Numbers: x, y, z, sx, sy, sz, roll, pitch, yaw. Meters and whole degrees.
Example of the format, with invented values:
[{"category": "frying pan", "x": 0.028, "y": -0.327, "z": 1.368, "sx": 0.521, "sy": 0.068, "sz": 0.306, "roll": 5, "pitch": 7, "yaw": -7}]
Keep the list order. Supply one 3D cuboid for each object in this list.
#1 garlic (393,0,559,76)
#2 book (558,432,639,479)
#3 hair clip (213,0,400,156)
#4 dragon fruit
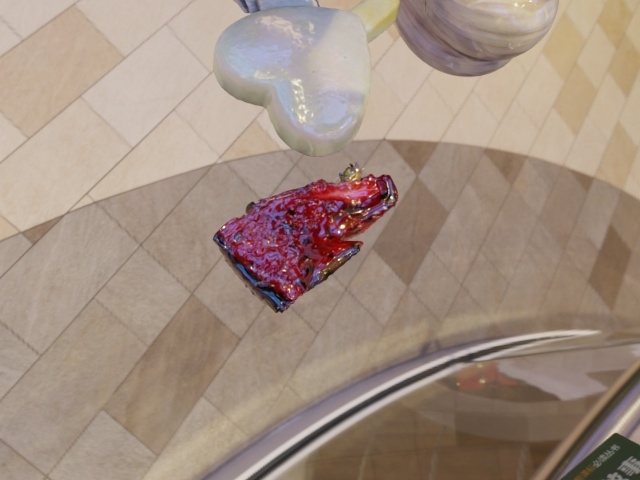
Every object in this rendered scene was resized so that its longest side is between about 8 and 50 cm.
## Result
[{"category": "garlic", "x": 0.155, "y": -0.293, "z": 0.686, "sx": 0.207, "sy": 0.207, "sz": 0.257, "roll": -58, "pitch": 136, "yaw": -33}, {"category": "book", "x": 0.318, "y": 0.305, "z": 0.669, "sx": 0.202, "sy": 0.264, "sz": 0.027, "roll": -34, "pitch": 113, "yaw": -15}, {"category": "hair clip", "x": -0.010, "y": -0.161, "z": 0.557, "sx": 0.159, "sy": 0.071, "sz": 0.219, "roll": -9, "pitch": 60, "yaw": -12}, {"category": "dragon fruit", "x": -0.010, "y": -0.017, "z": 0.725, "sx": 0.192, "sy": 0.122, "sz": 0.092, "roll": -30, "pitch": 110, "yaw": 1}]
